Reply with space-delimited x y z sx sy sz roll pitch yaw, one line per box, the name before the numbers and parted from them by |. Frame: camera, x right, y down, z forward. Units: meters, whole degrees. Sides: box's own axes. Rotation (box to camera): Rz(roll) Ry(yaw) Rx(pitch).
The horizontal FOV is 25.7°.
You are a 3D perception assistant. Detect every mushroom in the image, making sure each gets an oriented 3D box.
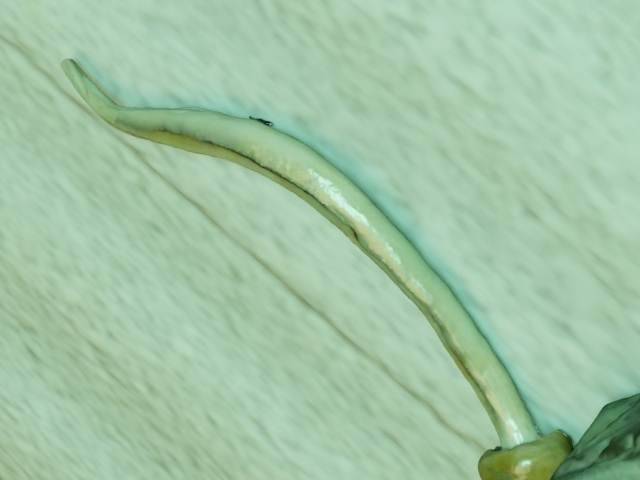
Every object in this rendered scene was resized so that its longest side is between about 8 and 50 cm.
mushroom | -0.001 0.001 0.627 0.306 0.043 0.068 44 107 9

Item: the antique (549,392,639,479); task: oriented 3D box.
antique | 0.168 0.144 0.553 0.088 0.086 0.183 -26 99 41
